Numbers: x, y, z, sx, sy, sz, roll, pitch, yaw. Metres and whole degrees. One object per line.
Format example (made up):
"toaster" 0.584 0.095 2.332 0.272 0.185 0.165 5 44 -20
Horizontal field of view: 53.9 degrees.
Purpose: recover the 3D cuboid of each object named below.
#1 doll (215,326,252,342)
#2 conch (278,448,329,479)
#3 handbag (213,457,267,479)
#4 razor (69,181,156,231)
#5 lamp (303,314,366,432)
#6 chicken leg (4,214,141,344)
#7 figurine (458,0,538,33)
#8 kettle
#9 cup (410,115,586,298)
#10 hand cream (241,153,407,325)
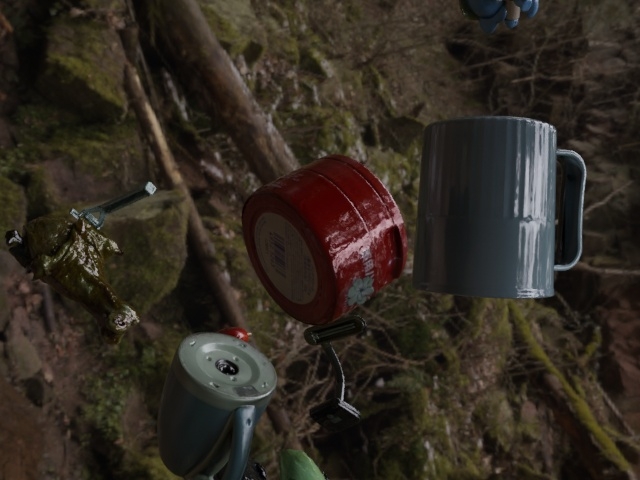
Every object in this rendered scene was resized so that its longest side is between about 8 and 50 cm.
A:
"doll" -0.279 0.299 1.833 0.183 0.217 0.085 -19 89 -43
"conch" -0.038 0.670 1.649 0.137 0.143 0.251 45 31 -28
"handbag" -0.246 0.716 1.806 0.254 0.181 0.181 57 -7 -35
"razor" -0.528 -0.093 1.641 0.111 0.277 0.056 48 36 -29
"lamp" 0.066 0.358 1.728 0.124 0.203 0.283 29 43 -38
"chicken leg" -0.534 0.073 1.454 0.211 0.361 0.140 -44 168 -41
"figurine" 0.433 -0.600 1.522 0.180 0.154 0.262 53 -3 -36
"kettle" -0.264 0.448 1.502 0.319 0.247 0.342 47 -61 48
"cup" 0.340 -0.059 1.170 0.257 0.331 0.311 -13 105 -82
"hand cream" 0.000 0.000 0.918 0.230 0.149 0.230 37 -39 37
